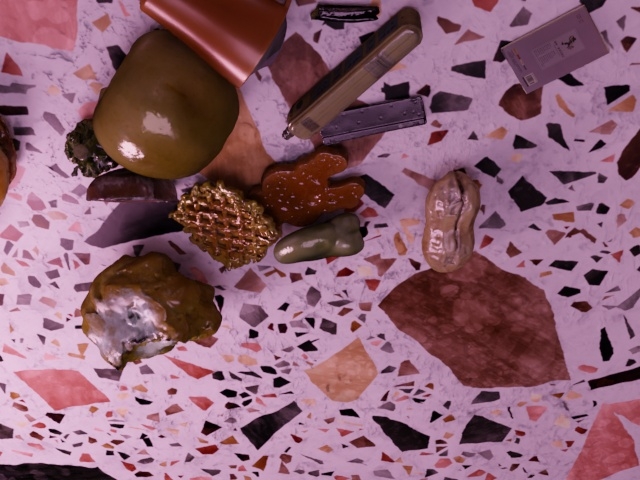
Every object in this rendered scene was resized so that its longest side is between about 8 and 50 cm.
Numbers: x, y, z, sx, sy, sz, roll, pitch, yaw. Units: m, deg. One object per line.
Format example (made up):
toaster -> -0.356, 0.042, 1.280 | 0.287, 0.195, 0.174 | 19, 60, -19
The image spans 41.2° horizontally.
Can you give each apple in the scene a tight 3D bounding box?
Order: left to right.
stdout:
apple -> -0.313, -0.250, 1.715 | 0.258, 0.233, 0.295 | 33, 127, -20

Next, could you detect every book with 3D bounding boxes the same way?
book -> 0.468, -0.380, 1.703 | 0.182, 0.014, 0.127 | -26, 126, 24

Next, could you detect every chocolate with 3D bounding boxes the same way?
chocolate -> -0.408, -0.123, 1.865 | 0.157, 0.254, 0.080 | 1, 92, 8

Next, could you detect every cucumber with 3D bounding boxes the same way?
cucumber -> 0.047, -0.440, 1.658 | 0.135, 0.033, 0.034 | 4, 170, -1

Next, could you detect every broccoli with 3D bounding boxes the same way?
broccoli -> -0.496, -0.200, 1.849 | 0.131, 0.120, 0.130 | 2, 101, 6

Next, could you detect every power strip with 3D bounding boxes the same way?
power strip -> 0.051, -0.324, 1.724 | 0.066, 0.092, 0.387 | 36, 124, -25

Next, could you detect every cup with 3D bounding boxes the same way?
cup -> -0.184, -0.439, 1.601 | 0.264, 0.182, 0.226 | 31, 94, -15

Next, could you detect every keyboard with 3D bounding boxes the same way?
keyboard -> 0.110, -0.260, 1.828 | 0.231, 0.023, 0.072 | -10, 124, 11

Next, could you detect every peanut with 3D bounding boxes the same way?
peanut -> 0.298, -0.035, 1.956 | 0.130, 0.130, 0.290 | 1, 130, 2

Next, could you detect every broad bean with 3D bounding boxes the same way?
broad bean -> 0.000, 0.000, 1.999 | 0.228, 0.100, 0.169 | -9, 171, -4

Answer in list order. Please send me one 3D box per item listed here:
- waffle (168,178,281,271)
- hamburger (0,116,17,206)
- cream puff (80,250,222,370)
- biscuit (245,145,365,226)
waffle -> -0.223, -0.037, 1.996 | 0.245, 0.052, 0.254 | 41, 137, -17
hamburger -> -0.786, -0.169, 1.861 | 0.244, 0.163, 0.244 | 3, 131, 3
cream puff -> -0.419, 0.156, 2.121 | 0.323, 0.270, 0.274 | -21, 94, 19
biscuit -> -0.048, -0.112, 1.956 | 0.295, 0.044, 0.186 | -18, 126, 20
